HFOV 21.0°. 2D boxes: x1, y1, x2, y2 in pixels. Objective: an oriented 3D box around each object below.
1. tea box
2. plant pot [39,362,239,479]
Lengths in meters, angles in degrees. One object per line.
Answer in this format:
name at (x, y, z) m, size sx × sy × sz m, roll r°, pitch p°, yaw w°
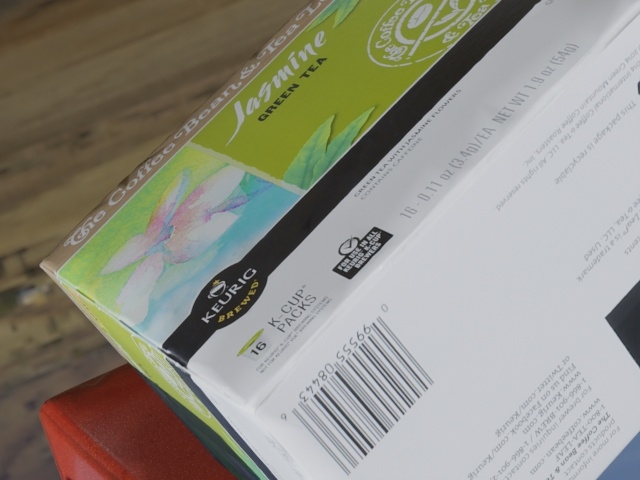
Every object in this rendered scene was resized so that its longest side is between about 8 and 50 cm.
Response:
tea box at (0.053, 0.011, 1.097) m, size 0.329 × 0.220 × 0.323 m, roll -46°, pitch -150°, yaw -13°
plant pot at (-0.088, 0.264, 1.727) m, size 0.267 × 0.267 × 0.235 m, roll -24°, pitch -151°, yaw -20°
